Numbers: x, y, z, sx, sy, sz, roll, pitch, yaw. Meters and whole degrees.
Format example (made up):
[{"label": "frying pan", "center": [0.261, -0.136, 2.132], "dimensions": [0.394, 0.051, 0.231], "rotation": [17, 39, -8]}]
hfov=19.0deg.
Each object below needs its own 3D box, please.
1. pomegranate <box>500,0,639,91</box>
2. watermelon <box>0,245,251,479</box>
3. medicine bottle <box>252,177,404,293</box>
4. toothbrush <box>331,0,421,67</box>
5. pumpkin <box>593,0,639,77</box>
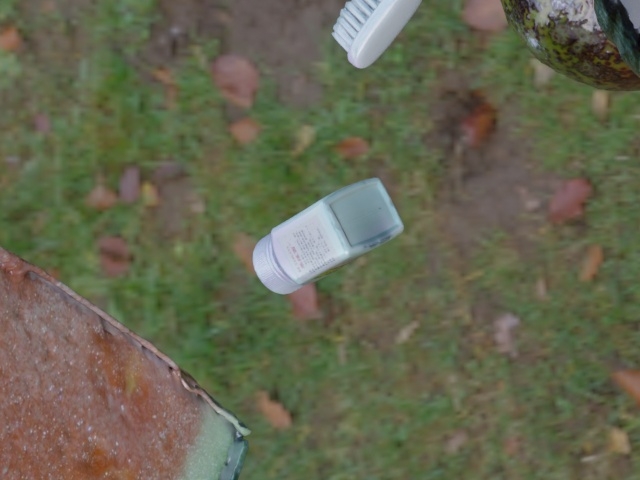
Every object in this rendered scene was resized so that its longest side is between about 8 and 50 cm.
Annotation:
[{"label": "pomegranate", "center": [0.259, -0.245, 1.584], "dimensions": [0.214, 0.214, 0.248], "rotation": [57, 149, 21]}, {"label": "watermelon", "center": [-0.146, 0.080, 0.776], "dimensions": [0.148, 0.318, 0.226], "rotation": [21, 111, 46]}, {"label": "medicine bottle", "center": [0.000, 0.000, 1.520], "dimensions": [0.118, 0.074, 0.055], "rotation": [-29, 88, 45]}, {"label": "toothbrush", "center": [0.095, -0.187, 0.779], "dimensions": [0.286, 0.020, 0.025], "rotation": [-51, 56, 17]}, {"label": "pumpkin", "center": [0.243, -0.170, 1.064], "dimensions": [0.202, 0.140, 0.202], "rotation": [-5, 75, 18]}]
